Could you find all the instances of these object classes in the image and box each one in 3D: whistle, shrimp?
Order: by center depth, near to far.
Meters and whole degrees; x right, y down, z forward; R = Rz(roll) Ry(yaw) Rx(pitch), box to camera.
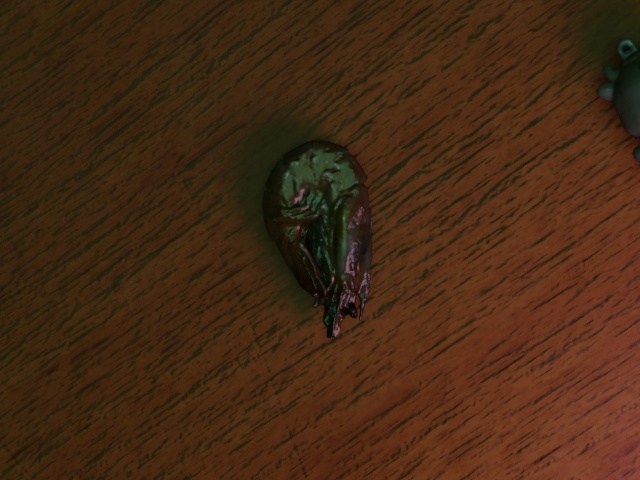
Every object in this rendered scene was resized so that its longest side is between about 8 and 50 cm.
[{"bbox_3d":[0.386,-0.107,1.614,0.102,0.106,0.253,-38,84,35],"label":"whistle"},{"bbox_3d":[0.000,0.000,1.664,0.115,0.051,0.217,-5,95,9],"label":"shrimp"}]
